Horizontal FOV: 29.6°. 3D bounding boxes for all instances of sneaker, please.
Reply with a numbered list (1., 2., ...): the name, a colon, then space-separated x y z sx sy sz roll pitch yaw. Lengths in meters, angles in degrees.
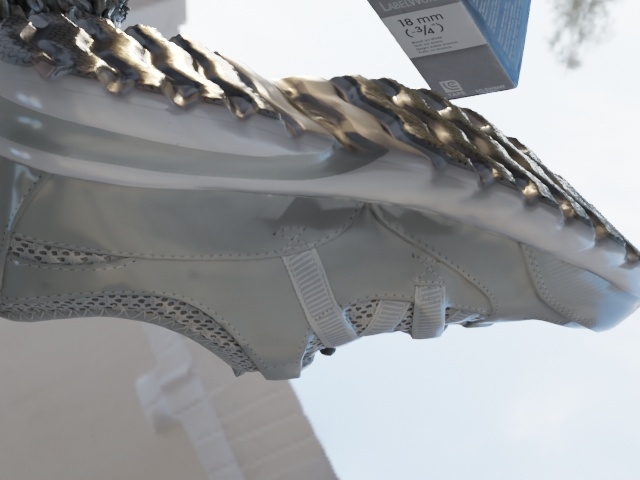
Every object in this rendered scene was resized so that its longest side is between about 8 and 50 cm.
1. sneaker: 0.000 0.000 0.463 0.281 0.115 0.105 13 -156 -24

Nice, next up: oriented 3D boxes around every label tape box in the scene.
1. label tape box: 0.119 -0.344 1.281 0.105 0.334 0.241 -5 -122 31

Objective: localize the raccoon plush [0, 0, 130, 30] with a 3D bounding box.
1. raccoon plush: -0.225 -0.115 0.703 0.299 0.216 0.446 -10 -171 -15
